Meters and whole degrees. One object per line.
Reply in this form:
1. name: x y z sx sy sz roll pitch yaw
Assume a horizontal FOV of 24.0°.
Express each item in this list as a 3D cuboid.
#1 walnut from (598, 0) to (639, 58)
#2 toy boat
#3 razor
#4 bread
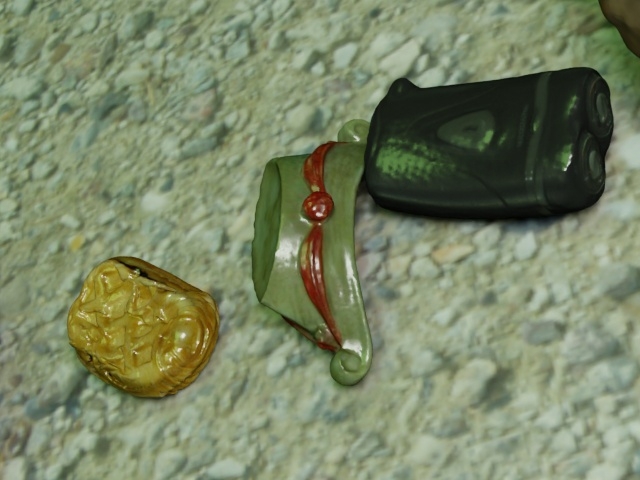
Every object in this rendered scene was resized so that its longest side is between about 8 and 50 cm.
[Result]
1. walnut: 0.251 -0.206 0.776 0.227 0.273 0.273 40 86 6
2. toy boat: -0.001 -0.001 0.920 0.089 0.071 0.185 128 150 -54
3. razor: 0.099 -0.056 0.902 0.148 0.054 0.090 -1 62 31
4. bread: -0.116 0.056 0.971 0.111 0.044 0.083 25 78 36
